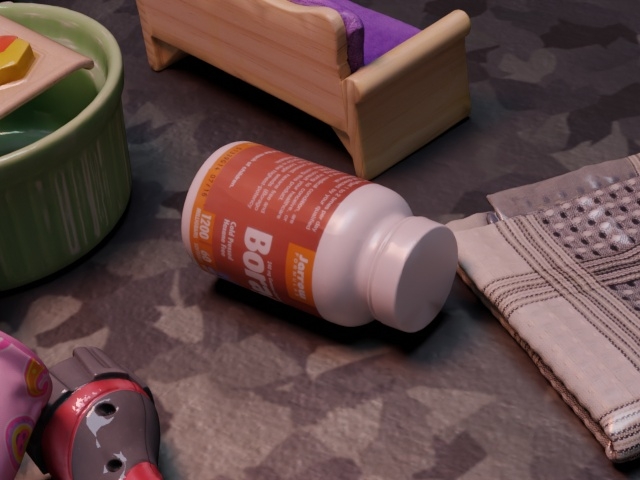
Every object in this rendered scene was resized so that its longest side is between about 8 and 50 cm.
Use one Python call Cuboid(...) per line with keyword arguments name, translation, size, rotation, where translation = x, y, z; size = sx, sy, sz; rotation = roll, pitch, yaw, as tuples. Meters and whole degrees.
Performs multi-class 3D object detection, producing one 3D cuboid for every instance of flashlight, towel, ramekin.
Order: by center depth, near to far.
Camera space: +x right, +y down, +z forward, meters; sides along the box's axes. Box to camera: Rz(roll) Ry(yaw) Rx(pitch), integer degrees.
Cuboid(name="flashlight", translation=(-0.107, 0.188, 1.110), size=(0.103, 0.103, 0.304), rotation=(-25, 39, -26))
Cuboid(name="towel", translation=(0.288, 0.021, 1.294), size=(0.312, 0.056, 0.324), rotation=(-19, 37, -14))
Cuboid(name="ramekin", translation=(-0.319, -0.083, 1.469), size=(0.303, 0.148, 0.303), rotation=(-5, 37, 4))

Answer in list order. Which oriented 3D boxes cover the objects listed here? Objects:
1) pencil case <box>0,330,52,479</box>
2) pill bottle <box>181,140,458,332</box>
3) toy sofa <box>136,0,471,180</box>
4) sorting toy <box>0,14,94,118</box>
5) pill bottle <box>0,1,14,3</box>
Cuboid(name="pencil case", translation=(-0.283, 0.189, 1.061), size=(0.124, 0.124, 0.284), rotation=(9, 58, 22))
Cuboid(name="pill bottle", translation=(0.000, 0.000, 1.320), size=(0.216, 0.121, 0.121), rotation=(20, 45, 33))
Cuboid(name="toy sofa", translation=(-0.028, -0.221, 1.575), size=(0.150, 0.177, 0.362), rotation=(-33, 42, -29))
Cuboid(name="sorting toy", translation=(-0.335, -0.148, 1.400), size=(0.208, 0.038, 0.193), rotation=(-34, 44, -31))
Cuboid(name="pill bottle", translation=(-0.399, -0.177, 1.642), size=(0.193, 0.108, 0.108), rotation=(-12, 37, -6))
